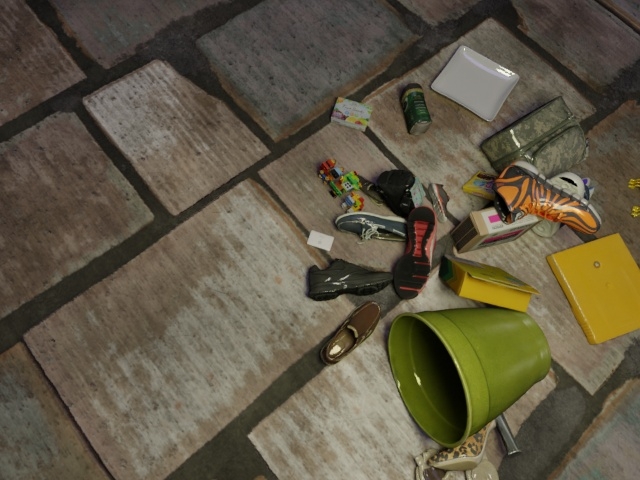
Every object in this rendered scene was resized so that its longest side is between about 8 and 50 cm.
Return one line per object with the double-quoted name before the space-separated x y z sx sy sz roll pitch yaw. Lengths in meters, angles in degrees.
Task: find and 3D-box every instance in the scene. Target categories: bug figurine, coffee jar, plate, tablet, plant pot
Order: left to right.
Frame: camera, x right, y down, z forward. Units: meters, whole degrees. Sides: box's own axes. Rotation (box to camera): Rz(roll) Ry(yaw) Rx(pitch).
"tablet" 0.000 0.000 1.469 0.083 0.006 0.054 18 71 3
"coffee jar" 0.364 -0.505 1.625 0.079 0.096 0.184 -7 72 -9
"plant pot" 0.442 0.343 1.219 0.353 0.366 0.366 -12 71 -20
"plate" 0.622 -0.631 1.714 0.277 0.045 0.278 33 72 9
"bug figurine" 1.294 -0.138 1.571 0.279 0.072 0.216 25 71 5

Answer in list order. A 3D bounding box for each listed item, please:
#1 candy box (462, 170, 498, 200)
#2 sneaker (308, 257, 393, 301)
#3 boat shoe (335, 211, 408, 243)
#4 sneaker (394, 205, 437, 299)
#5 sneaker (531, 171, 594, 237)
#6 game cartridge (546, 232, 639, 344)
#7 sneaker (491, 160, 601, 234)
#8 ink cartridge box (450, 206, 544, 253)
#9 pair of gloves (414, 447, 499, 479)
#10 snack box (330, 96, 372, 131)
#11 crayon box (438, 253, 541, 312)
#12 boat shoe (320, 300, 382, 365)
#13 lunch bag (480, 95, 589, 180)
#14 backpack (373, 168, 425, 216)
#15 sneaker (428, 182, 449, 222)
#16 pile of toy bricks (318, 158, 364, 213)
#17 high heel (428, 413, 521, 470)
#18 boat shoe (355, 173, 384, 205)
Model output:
"candy box" 0.622 -0.187 1.505 0.105 0.027 0.206 -43 40 -15
"sneaker" 0.096 0.116 1.387 0.287 0.109 0.130 -4 63 -9
"boat shoe" 0.178 -0.037 1.451 0.255 0.095 0.079 7 59 -11
"sneaker" 0.340 0.049 1.417 0.116 0.136 0.313 13 87 30
"sneaker" 0.835 -0.171 1.423 0.236 0.322 0.130 -42 61 -16
"game cartridge" 0.977 0.160 1.460 0.286 0.052 0.323 -16 75 -9
"sneaker" 0.662 -0.089 1.291 0.180 0.124 0.321 -43 67 -13
"ink cartridge box" 0.588 -0.046 1.426 0.235 0.193 0.088 -13 72 -8
"pair of gloves" 0.398 0.697 1.230 0.240 0.042 0.204 -14 67 -14
"snack box" 0.120 -0.487 1.633 0.141 0.037 0.100 17 69 2
"crayon box" 0.499 0.129 1.296 0.202 0.318 0.081 15 99 2
"boat shoe" 0.107 0.289 1.326 0.095 0.095 0.257 40 73 10
"lunch bag" 0.794 -0.336 1.545 0.305 0.212 0.256 -32 92 -13
"backpack" 0.288 -0.158 1.455 0.152 0.182 0.115 21 69 43
"sneaker" 0.441 -0.140 1.522 0.065 0.061 0.157 -6 71 -13
"pile of toy bricks" 0.092 -0.207 1.492 0.105 0.118 0.212 -32 76 -22
"high heel" 0.425 0.564 1.251 0.262 0.093 0.186 -13 41 1
"boat shoe" 0.177 -0.191 1.525 0.152 0.049 0.056 43 72 10
